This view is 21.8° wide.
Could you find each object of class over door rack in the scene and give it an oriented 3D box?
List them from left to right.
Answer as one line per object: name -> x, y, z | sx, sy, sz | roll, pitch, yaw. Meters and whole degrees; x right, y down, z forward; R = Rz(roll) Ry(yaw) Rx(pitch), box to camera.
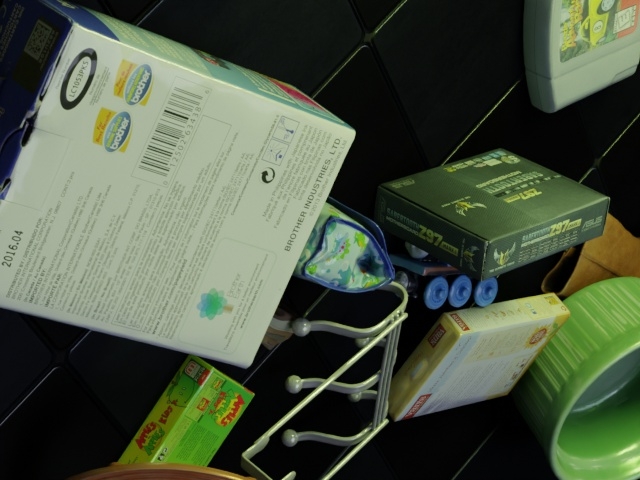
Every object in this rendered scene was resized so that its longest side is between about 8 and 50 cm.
over door rack -> -0.016, 0.216, 1.933 | 0.324, 0.108, 0.239 | -52, 159, -37

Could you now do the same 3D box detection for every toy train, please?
toy train -> 0.163, 0.027, 2.098 | 0.184, 0.080, 0.105 | 0, 104, -45

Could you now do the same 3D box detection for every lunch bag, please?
lunch bag -> 0.000, 0.000, 1.858 | 0.151, 0.129, 0.096 | 28, 92, -51

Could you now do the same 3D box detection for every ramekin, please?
ramekin -> 0.418, 0.196, 2.362 | 0.303, 0.148, 0.303 | -18, 135, -19

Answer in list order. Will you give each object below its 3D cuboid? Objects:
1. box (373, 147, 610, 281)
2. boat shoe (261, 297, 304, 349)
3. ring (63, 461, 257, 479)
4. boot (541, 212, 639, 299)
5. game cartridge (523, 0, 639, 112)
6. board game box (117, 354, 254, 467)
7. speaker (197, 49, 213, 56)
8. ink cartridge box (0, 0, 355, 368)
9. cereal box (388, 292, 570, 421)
box -> 0.209, -0.036, 2.020 | 0.232, 0.183, 0.059 | -18, 126, -39
boat shoe -> -0.091, 0.089, 1.869 | 0.072, 0.068, 0.190 | -52, 142, 8
ring -> -0.160, 0.335, 1.806 | 0.336, 0.032, 0.337 | 0, 137, 0
boot -> 0.456, -0.007, 2.411 | 0.280, 0.096, 0.264 | 25, 101, -44
game cartridge -> 0.337, -0.313, 2.094 | 0.196, 0.060, 0.294 | -23, 129, -32
board game box -> -0.161, 0.227, 1.890 | 0.181, 0.043, 0.092 | -56, 142, -5
speaker -> -0.142, -0.125, 1.685 | 0.055, 0.055, 0.136 | -12, 121, -43
ink cartridge box -> -0.197, -0.063, 1.546 | 0.395, 0.151, 0.270 | 17, 102, -39
cereal box -> 0.206, 0.153, 2.197 | 0.240, 0.047, 0.173 | -5, 139, -46
